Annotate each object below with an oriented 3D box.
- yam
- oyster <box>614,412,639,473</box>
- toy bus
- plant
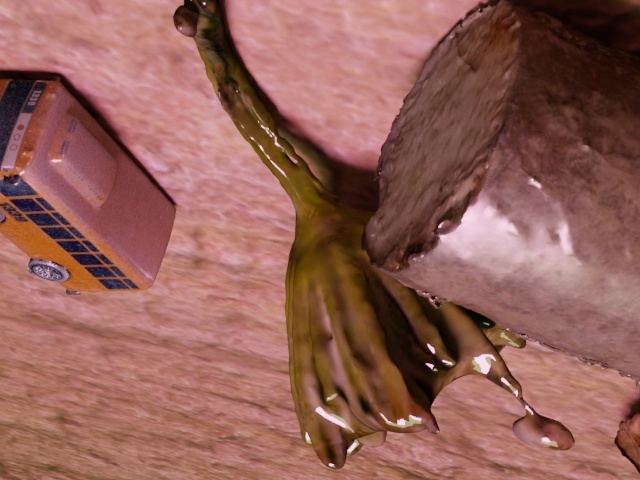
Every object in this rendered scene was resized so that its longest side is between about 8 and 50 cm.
[{"bbox_3d":[0.188,-0.004,0.644,0.304,0.168,0.168,21,151,-8],"label":"yam"},{"bbox_3d":[0.403,0.239,1.035,0.221,0.096,0.361,-15,141,34],"label":"oyster"},{"bbox_3d":[-0.192,-0.038,0.866,0.103,0.091,0.182,-1,148,27],"label":"toy bus"},{"bbox_3d":[0.029,-0.019,0.795,0.180,0.333,0.251,-19,-171,-7],"label":"plant"}]
